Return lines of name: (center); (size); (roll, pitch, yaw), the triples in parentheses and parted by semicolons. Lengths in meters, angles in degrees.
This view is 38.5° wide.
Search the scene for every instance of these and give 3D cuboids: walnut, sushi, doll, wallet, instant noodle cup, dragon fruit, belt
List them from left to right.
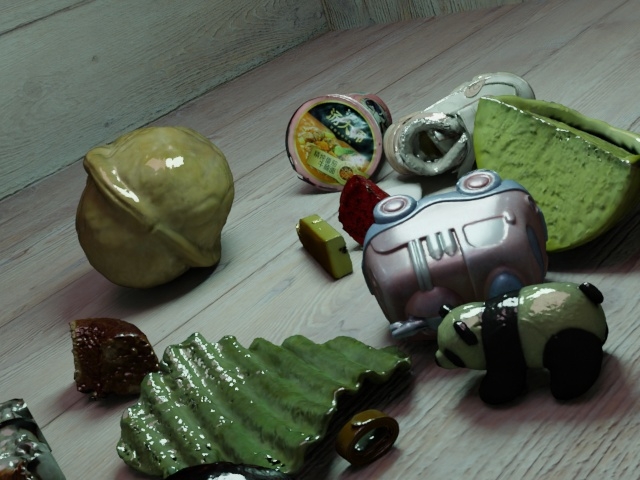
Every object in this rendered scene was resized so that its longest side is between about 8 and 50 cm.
sushi: (-0.443, 0.320, 1.317); (0.130, 0.124, 0.332); (-32, 22, -12)
walnut: (-0.346, -0.074, 1.929); (0.381, 0.381, 0.381); (-16, 22, 6)
instant noodle cup: (0.067, -0.259, 2.216); (0.244, 0.244, 0.255); (-9, 15, 22)
belt: (0.058, 0.250, 1.176); (0.083, 0.059, 0.036); (-29, 25, -24)
dragon fruit: (0.098, -0.049, 1.798); (0.106, 0.162, 0.083); (-46, -1, 26)
wallet: (0.162, -0.071, 1.905); (0.095, 0.033, 0.190); (-11, 24, 14)
doll: (0.267, 0.128, 1.214); (0.234, 0.135, 0.143); (-12, 20, 25)

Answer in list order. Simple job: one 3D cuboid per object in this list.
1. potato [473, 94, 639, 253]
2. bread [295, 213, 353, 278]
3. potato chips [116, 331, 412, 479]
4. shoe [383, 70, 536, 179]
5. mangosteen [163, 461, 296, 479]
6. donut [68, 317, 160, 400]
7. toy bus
potato: (0.436, -0.103, 1.589); (0.280, 0.212, 0.330); (-5, 30, -44)
bread: (0.000, 0.000, 1.790); (0.049, 0.088, 0.226); (-24, 24, -10)
potato chips: (-0.088, 0.220, 1.318); (0.389, 0.097, 0.373); (2, 28, 39)
shoe: (0.310, -0.235, 1.985); (0.351, 0.172, 0.198); (-28, 11, 8)
mangosteen: (-0.094, 0.332, 0.936); (0.216, 0.216, 0.216); (-16, 22, 6)
donut: (-0.357, 0.195, 1.567); (0.144, 0.126, 0.186); (-17, 20, -17)
toy bus: (0.212, 0.045, 1.394); (0.294, 0.197, 0.232); (-15, 32, 6)
